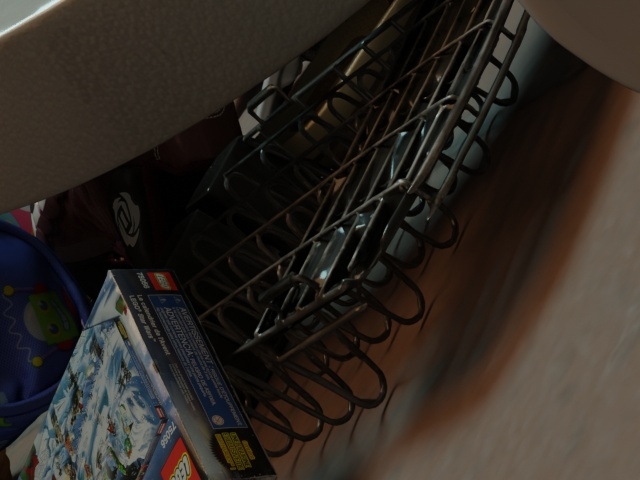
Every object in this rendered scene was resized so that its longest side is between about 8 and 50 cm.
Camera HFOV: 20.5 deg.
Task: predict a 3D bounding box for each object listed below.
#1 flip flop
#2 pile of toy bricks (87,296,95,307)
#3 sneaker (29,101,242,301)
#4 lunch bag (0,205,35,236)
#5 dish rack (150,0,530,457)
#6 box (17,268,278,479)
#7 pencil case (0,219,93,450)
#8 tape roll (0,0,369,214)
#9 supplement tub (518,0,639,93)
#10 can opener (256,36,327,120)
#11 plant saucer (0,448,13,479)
[{"bbox_3d":[0.031,-0.152,0.932,0.277,0.080,0.112,-57,13,-10],"label":"flip flop"},{"bbox_3d":[-0.242,0.054,1.350,0.118,0.105,0.212,-53,12,8],"label":"pile of toy bricks"},{"bbox_3d":[-0.088,0.005,0.941,0.281,0.106,0.162,99,154,-58],"label":"sneaker"},{"bbox_3d":[-0.261,-0.146,1.591,0.293,0.258,0.120,-44,16,38],"label":"lunch bag"},{"bbox_3d":[0.000,0.000,0.682,0.271,0.074,0.208,-35,24,52],"label":"dish rack"},{"bbox_3d":[-0.067,0.090,0.606,0.094,0.027,0.137,61,137,37],"label":"box"},{"bbox_3d":[-0.244,0.090,1.041,0.306,0.133,0.119,-39,59,52],"label":"pencil case"},{"bbox_3d":[-0.071,-0.158,0.791,0.392,0.072,0.392,-28,28,17],"label":"tape roll"},{"bbox_3d":[0.122,-0.137,0.405,0.144,0.144,0.199,-41,19,48],"label":"supplement tub"},{"bbox_3d":[-0.020,-0.185,1.058,0.283,0.095,0.076,105,-169,-51],"label":"can opener"},{"bbox_3d":[-0.255,0.215,1.133,0.200,0.037,0.200,-52,13,17],"label":"plant saucer"}]
